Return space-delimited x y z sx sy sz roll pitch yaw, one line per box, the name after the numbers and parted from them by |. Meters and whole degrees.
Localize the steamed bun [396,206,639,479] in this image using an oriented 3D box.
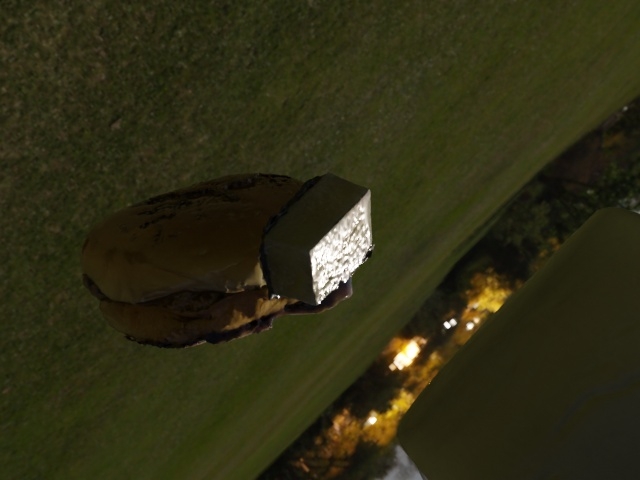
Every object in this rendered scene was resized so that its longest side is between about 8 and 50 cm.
0.164 0.113 0.383 0.200 0.155 0.250 -46 141 3 | steamed bun

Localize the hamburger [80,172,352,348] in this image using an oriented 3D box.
-0.122 0.023 0.864 0.305 0.174 0.284 -24 -156 -33 | hamburger

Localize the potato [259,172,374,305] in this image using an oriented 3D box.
-0.001 0.001 0.642 0.122 0.061 0.086 -46 137 -44 | potato
